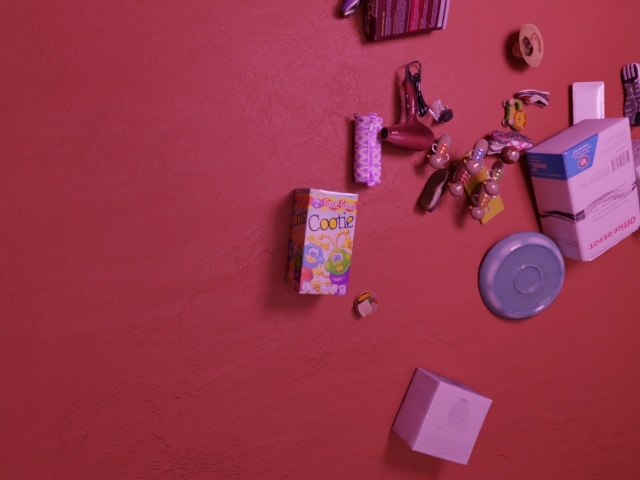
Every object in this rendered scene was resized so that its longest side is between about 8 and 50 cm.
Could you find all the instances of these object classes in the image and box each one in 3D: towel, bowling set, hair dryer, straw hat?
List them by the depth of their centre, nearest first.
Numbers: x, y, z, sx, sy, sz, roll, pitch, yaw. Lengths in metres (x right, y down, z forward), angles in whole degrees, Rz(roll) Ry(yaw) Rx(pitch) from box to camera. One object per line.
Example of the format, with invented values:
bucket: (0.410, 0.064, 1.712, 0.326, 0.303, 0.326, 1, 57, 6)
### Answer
hair dryer: (0.262, -0.370, 1.319, 0.224, 0.080, 0.293, 48, 58, -15)
bowling set: (0.471, -0.207, 1.324, 0.287, 0.200, 0.154, 38, 63, -16)
straw hat: (0.658, -0.623, 1.450, 0.144, 0.061, 0.145, 0, 89, -36)
towel: (0.521, -0.178, 1.473, 0.102, 0.021, 0.237, -34, 106, -8)

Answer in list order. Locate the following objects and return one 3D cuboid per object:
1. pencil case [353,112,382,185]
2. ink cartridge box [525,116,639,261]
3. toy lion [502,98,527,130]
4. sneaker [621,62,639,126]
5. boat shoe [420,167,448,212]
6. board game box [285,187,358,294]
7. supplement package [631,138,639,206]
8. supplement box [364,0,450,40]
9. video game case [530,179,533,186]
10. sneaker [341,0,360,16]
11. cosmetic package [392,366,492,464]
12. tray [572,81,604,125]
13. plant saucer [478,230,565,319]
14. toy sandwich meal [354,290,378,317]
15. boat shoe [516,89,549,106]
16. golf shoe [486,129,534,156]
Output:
pencil case: (0.140, -0.261, 1.291, 0.086, 0.088, 0.206, -3, 98, -17)
ink cartridge box: (0.889, -0.171, 1.504, 0.285, 0.166, 0.395, -28, 111, -14)
toy lion: (0.651, -0.417, 1.488, 0.096, 0.034, 0.100, -4, 97, -26)
sneaker: (1.187, -0.539, 1.636, 0.132, 0.086, 0.229, -14, 99, -20)
boat shoe: (0.361, -0.157, 1.403, 0.049, 0.056, 0.152, 45, 71, -44)
board game box: (0.000, 0.000, 1.239, 0.144, 0.142, 0.276, 4, 94, -20)
supplement package: (1.199, -0.213, 1.642, 0.204, 0.145, 0.262, -39, 107, -11)
supplement box: (0.247, -0.658, 1.267, 0.239, 0.073, 0.130, -16, 134, -18)
video game case: (0.824, -0.208, 1.578, 0.166, 0.015, 0.119, -37, 106, -13)
sneaker: (0.091, -0.703, 1.250, 0.071, 0.068, 0.170, 23, 79, -5)
cosmetic package: (0.389, 0.563, 1.440, 0.224, 0.138, 0.225, 25, 86, -20)
tray: (0.945, -0.422, 1.590, 0.145, 0.030, 0.271, -8, 98, -19)
plant saucer: (0.694, 0.128, 1.518, 0.317, 0.044, 0.318, -2, 103, -8)
toy sandwich meal: (0.143, 0.195, 1.371, 0.085, 0.029, 0.086, -2, 97, -19)
boat shoe: (0.710, -0.476, 1.493, 0.137, 0.049, 0.043, -2, 98, -24)
golf shoe: (0.621, -0.314, 1.477, 0.186, 0.067, 0.086, -2, 128, -24)
